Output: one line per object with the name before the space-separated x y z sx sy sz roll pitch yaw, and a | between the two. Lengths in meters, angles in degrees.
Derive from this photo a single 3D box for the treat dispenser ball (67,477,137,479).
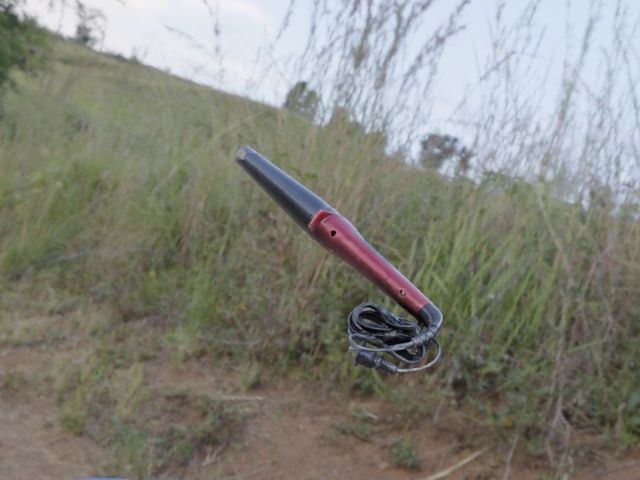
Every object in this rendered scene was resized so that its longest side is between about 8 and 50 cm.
treat dispenser ball | -0.119 0.266 0.400 0.288 0.288 0.288 22 -10 4

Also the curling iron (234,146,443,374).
curling iron | 0.000 0.000 0.630 0.274 0.068 0.035 51 -20 38
